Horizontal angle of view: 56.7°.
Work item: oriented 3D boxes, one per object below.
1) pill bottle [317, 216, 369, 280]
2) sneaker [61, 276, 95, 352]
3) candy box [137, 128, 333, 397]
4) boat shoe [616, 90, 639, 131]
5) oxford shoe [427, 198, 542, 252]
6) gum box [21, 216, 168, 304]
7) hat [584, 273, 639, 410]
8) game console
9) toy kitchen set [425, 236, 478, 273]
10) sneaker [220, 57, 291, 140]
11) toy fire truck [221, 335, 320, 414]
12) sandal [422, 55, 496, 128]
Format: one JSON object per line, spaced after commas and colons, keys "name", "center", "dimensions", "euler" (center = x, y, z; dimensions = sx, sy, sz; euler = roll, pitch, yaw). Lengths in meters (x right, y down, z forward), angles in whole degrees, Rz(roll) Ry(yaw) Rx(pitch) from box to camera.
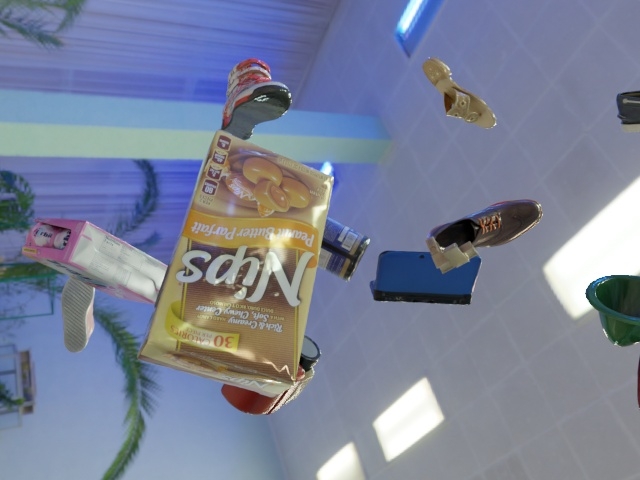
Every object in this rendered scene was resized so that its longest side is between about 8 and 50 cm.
{"name": "pill bottle", "center": [0.000, 0.000, 1.462], "dimensions": [0.219, 0.123, 0.123], "euler": [27, -52, 6]}
{"name": "sneaker", "center": [-0.410, 0.119, 1.004], "dimensions": [0.070, 0.050, 0.135], "euler": [169, -76, -74]}
{"name": "candy box", "center": [-0.101, 0.025, 0.787], "dimensions": [0.087, 0.182, 0.317], "euler": [132, -27, -54]}
{"name": "boat shoe", "center": [0.660, -0.254, 1.049], "dimensions": [0.254, 0.095, 0.079], "euler": [0, -62, 50]}
{"name": "oxford shoe", "center": [0.380, -0.026, 1.358], "dimensions": [0.098, 0.271, 0.097], "euler": [10, 59, -82]}
{"name": "gum box", "center": [-0.321, 0.030, 0.859], "dimensions": [0.107, 0.188, 0.062], "euler": [5, -112, 32]}
{"name": "hat", "center": [0.611, 0.195, 1.194], "dimensions": [0.172, 0.208, 0.184], "euler": [17, -56, 35]}
{"name": "game console", "center": [0.304, 0.095, 1.773], "dimensions": [0.250, 0.292, 0.174], "euler": [-91, -176, -80]}
{"name": "toy kitchen set", "center": [0.259, 0.008, 1.203], "dimensions": [0.083, 0.068, 0.075], "euler": [-31, -130, 19]}
{"name": "sneaker", "center": [-0.129, -0.304, 1.174], "dimensions": [0.270, 0.090, 0.145], "euler": [-16, -115, 64]}
{"name": "toy fire truck", "center": [-0.139, 0.158, 0.904], "dimensions": [0.217, 0.246, 0.159], "euler": [46, -62, 21]}
{"name": "sandal", "center": [0.332, -0.351, 1.498], "dimensions": [0.240, 0.079, 0.088], "euler": [46, -22, -3]}
